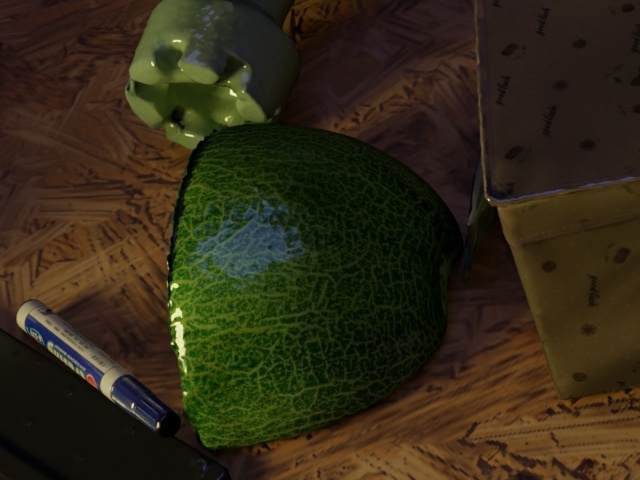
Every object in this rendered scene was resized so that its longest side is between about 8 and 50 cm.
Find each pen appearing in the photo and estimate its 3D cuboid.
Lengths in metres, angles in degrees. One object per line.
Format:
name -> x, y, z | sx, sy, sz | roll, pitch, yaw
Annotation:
pen -> -0.155, 0.087, 1.299 | 0.025, 0.025, 0.204 | -38, 37, -17

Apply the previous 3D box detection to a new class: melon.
melon -> 0.000, 0.000, 1.270 | 0.169, 0.129, 0.265 | -3, 44, 16

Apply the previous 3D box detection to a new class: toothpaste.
toothpaste -> 0.136, -0.080, 1.344 | 0.037, 0.067, 0.255 | 15, 49, 10

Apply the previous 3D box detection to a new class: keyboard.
keyboard -> -0.195, 0.130, 1.294 | 0.310, 0.018, 0.101 | 25, 58, 39

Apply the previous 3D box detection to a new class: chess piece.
chess piece -> -0.047, -0.216, 1.481 | 0.195, 0.194, 0.299 | 5, 57, 27

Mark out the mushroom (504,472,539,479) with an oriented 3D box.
mushroom -> 0.066, 0.224, 0.900 | 0.162, 0.173, 0.236 | -27, 17, 9

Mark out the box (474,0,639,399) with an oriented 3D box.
box -> 0.260, -0.059, 1.175 | 0.297, 0.190, 0.225 | -10, 43, 11
